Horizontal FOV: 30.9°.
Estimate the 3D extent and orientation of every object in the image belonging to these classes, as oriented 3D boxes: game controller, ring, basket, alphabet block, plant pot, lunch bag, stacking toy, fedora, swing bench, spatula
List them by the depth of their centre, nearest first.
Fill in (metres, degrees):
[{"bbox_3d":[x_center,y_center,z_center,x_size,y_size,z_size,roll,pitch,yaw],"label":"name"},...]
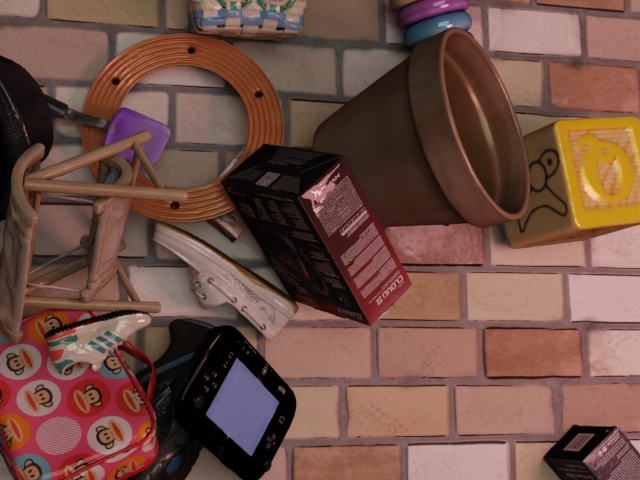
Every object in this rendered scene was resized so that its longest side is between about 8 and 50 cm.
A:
[{"bbox_3d":[-0.362,-0.009,1.734,0.255,0.253,0.165,-10,48,-32],"label":"swing bench"},{"bbox_3d":[-0.376,0.237,1.760,0.258,0.120,0.293,-24,60,-18],"label":"lunch bag"},{"bbox_3d":[-0.532,-0.196,1.801,0.152,0.334,0.334,-32,90,-51],"label":"fedora"},{"bbox_3d":[-0.129,0.257,1.804,0.067,0.319,0.166,26,72,33],"label":"game controller"},{"bbox_3d":[-0.395,-0.203,1.890,0.296,0.030,0.084,21,74,2],"label":"spatula"},{"bbox_3d":[0.150,-0.151,1.902,0.280,0.323,0.323,-17,85,27],"label":"plant pot"},{"bbox_3d":[-0.228,-0.187,1.931,0.336,0.032,0.336,1,75,-4],"label":"ring"},{"bbox_3d":[-0.116,-0.486,1.950,0.255,0.201,0.289,0,91,-14],"label":"basket"},{"bbox_3d":[0.439,-0.099,2.022,0.193,0.197,0.192,-8,84,-28],"label":"alphabet block"},{"bbox_3d":[0.233,-0.300,2.057,0.141,0.141,0.330,-17,90,-17],"label":"stacking toy"}]

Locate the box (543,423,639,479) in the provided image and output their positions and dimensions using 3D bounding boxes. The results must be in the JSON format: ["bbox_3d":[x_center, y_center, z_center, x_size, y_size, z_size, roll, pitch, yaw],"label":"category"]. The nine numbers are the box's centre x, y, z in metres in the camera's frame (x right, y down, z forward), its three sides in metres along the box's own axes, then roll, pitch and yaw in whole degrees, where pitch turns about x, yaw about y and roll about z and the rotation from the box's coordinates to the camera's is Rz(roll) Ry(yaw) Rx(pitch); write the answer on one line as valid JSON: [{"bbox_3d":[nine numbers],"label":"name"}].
[{"bbox_3d":[0.492,0.405,1.994,0.093,0.156,0.158,-41,93,-16],"label":"box"}]

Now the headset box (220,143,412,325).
[{"bbox_3d":[0.000,0.000,1.852,0.110,0.218,0.293,-43,121,-23],"label":"headset box"}]

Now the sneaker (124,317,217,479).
[{"bbox_3d":[-0.251,0.285,1.856,0.139,0.125,0.341,28,77,19],"label":"sneaker"}]

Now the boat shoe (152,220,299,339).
[{"bbox_3d":[-0.170,0.071,1.901,0.277,0.098,0.096,35,92,-12],"label":"boat shoe"}]

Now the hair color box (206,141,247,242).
[{"bbox_3d":[-0.128,-0.090,1.962,0.093,0.053,0.167,39,76,-6],"label":"hair color box"}]

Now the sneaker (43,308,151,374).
[{"bbox_3d":[-0.327,0.152,1.730,0.161,0.057,0.075,-14,98,-22],"label":"sneaker"}]
